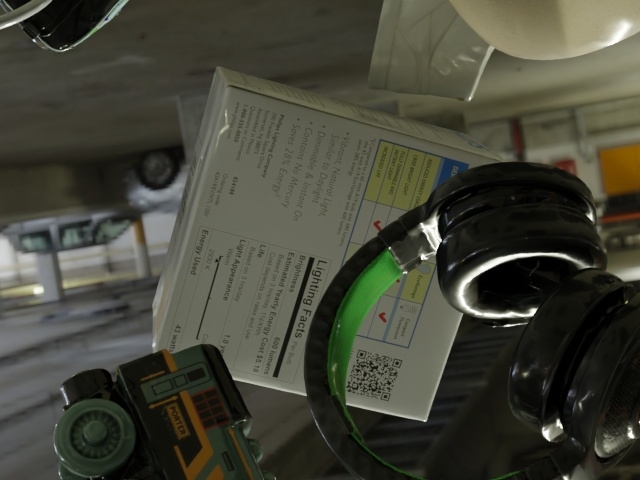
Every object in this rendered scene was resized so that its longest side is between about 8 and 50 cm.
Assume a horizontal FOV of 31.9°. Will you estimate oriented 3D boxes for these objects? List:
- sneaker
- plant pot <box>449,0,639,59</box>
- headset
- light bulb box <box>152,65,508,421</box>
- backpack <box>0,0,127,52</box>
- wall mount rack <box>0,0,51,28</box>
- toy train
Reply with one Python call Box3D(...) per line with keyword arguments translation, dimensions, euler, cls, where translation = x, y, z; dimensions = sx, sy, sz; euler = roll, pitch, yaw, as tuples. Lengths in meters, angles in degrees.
Box3D(translation=(0.170, -0.323, 1.457), dimensions=(0.169, 0.292, 0.108), euler=(11, 177, 4), cls="sneaker")
Box3D(translation=(0.159, -0.303, 0.818), dimensions=(0.191, 0.284, 0.284), euler=(30, 156, -37), cls="plant pot")
Box3D(translation=(0.183, 0.057, 0.832), dimensions=(0.394, 0.243, 0.185), euler=(-32, 143, 4), cls="headset")
Box3D(translation=(0.000, 0.000, 1.438), dimensions=(0.361, 0.357, 0.225), euler=(15, -167, -12), cls="light bulb box")
Box3D(translation=(-0.363, -0.418, 1.618), dimensions=(0.253, 0.225, 0.191), euler=(-44, -162, -2), cls="backpack")
Box3D(translation=(-0.434, -0.211, 1.032), dimensions=(0.350, 0.130, 0.304), euler=(-18, -151, 4), cls="wall mount rack")
Box3D(translation=(-0.131, 0.257, 1.074), dimensions=(0.190, 0.334, 0.142), euler=(-20, 156, -18), cls="toy train")
